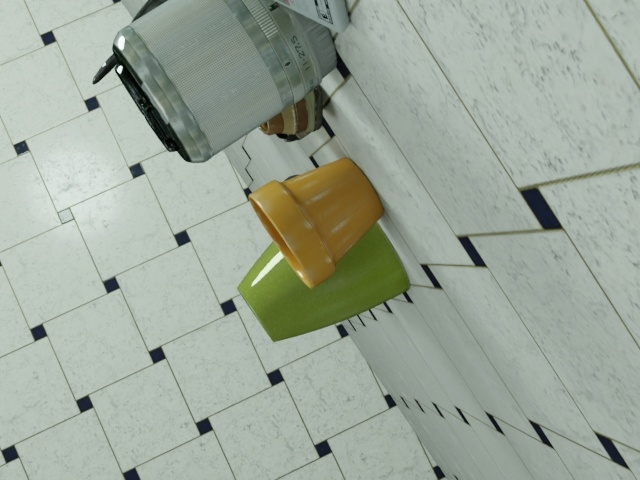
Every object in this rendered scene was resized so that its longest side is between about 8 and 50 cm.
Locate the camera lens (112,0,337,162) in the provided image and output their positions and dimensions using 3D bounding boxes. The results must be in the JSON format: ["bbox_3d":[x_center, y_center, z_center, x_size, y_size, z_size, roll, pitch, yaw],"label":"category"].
[{"bbox_3d":[-0.142,-0.260,1.296,0.219,0.274,0.219,54,173,10],"label":"camera lens"}]

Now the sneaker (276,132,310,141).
[{"bbox_3d":[-0.061,-0.229,1.704,0.063,0.074,0.170,60,172,-29],"label":"sneaker"}]

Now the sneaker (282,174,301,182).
[{"bbox_3d":[0.010,-0.006,2.083,0.319,0.112,0.131,55,170,16],"label":"sneaker"}]

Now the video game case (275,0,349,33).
[{"bbox_3d":[-0.060,-0.360,1.081,0.193,0.023,0.212,32,163,24],"label":"video game case"}]

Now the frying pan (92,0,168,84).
[{"bbox_3d":[-0.328,-0.437,1.792,0.053,0.197,0.326,43,-141,-29],"label":"frying pan"}]

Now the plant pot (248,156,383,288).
[{"bbox_3d":[0.003,-0.048,1.628,0.205,0.188,0.205,54,173,10],"label":"plant pot"}]

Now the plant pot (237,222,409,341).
[{"bbox_3d":[-0.015,0.069,1.852,0.275,0.293,0.275,55,173,10],"label":"plant pot"}]

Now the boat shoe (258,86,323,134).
[{"bbox_3d":[-0.118,-0.281,1.571,0.324,0.119,0.123,44,148,46],"label":"boat shoe"}]
